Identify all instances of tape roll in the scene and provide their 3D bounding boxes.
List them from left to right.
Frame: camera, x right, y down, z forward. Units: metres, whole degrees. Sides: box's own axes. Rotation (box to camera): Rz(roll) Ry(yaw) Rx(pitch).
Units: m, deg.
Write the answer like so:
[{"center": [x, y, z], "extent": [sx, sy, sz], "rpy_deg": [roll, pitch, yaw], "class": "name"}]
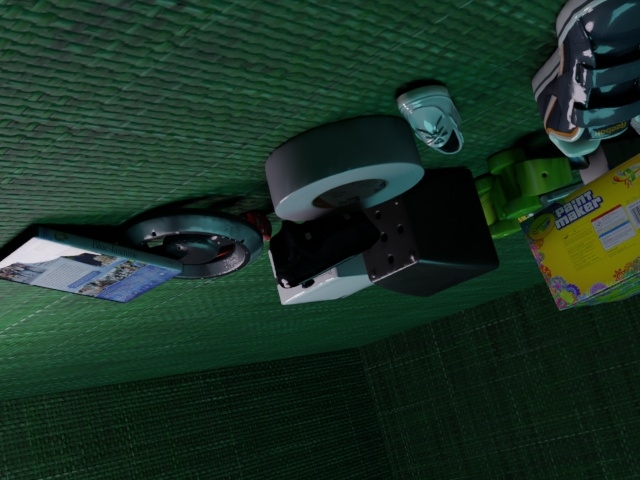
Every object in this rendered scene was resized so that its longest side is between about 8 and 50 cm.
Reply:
[{"center": [0.033, -0.098, 1.210], "extent": [0.219, 0.072, 0.219], "rpy_deg": [-14, 166, -4], "class": "tape roll"}]

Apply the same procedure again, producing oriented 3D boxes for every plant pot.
[{"center": [0.167, -0.008, 1.489], "extent": [0.167, 0.187, 0.188], "rpy_deg": [-3, 162, -41], "class": "plant pot"}]

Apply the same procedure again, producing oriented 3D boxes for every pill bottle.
[{"center": [0.438, -0.060, 1.858], "extent": [0.065, 0.065, 0.116], "rpy_deg": [-9, 165, -26], "class": "pill bottle"}]

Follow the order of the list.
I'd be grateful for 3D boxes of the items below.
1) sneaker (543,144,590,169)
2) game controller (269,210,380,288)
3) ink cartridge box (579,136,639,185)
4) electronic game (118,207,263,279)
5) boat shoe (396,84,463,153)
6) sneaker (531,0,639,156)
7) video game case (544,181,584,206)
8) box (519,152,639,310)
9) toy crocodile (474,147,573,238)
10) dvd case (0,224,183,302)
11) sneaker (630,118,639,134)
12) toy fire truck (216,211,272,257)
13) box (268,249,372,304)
[{"center": [0.426, -0.146, 1.485], "extent": [0.073, 0.063, 0.162], "rpy_deg": [-15, 167, 15], "class": "sneaker"}, {"center": [0.000, 0.000, 1.356], "extent": [0.166, 0.067, 0.319], "rpy_deg": [-19, -168, -2], "class": "game controller"}, {"center": [0.587, -0.138, 1.636], "extent": [0.143, 0.092, 0.090], "rpy_deg": [-11, 166, -19], "class": "ink cartridge box"}, {"center": [-0.205, 0.006, 1.356], "extent": [0.229, 0.048, 0.229], "rpy_deg": [-2, 155, -1], "class": "electronic game"}, {"center": [0.150, -0.154, 1.126], "extent": [0.066, 0.063, 0.184], "rpy_deg": [-18, 167, 14], "class": "boat shoe"}, {"center": [0.343, -0.201, 1.021], "extent": [0.126, 0.127, 0.321], "rpy_deg": [-14, 166, 0], "class": "sneaker"}, {"center": [0.566, -0.095, 1.957], "extent": [0.173, 0.022, 0.190], "rpy_deg": [-19, 167, 15], "class": "video game case"}, {"center": [0.562, -0.020, 1.490], "extent": [0.290, 0.177, 0.279], "rpy_deg": [-34, 159, 36], "class": "box"}, {"center": [0.351, -0.084, 1.540], "extent": [0.105, 0.115, 0.340], "rpy_deg": [-14, 167, -7], "class": "toy crocodile"}, {"center": [-0.367, 0.043, 1.322], "extent": [0.253, 0.022, 0.180], "rpy_deg": [16, 150, -40], "class": "dvd case"}, {"center": [0.591, -0.217, 1.272], "extent": [0.281, 0.105, 0.115], "rpy_deg": [-25, 164, 40], "class": "sneaker"}, {"center": [-0.151, 0.006, 1.495], "extent": [0.192, 0.047, 0.135], "rpy_deg": [-23, 166, 27], "class": "toy fire truck"}, {"center": [0.028, 0.040, 1.686], "extent": [0.182, 0.119, 0.181], "rpy_deg": [-3, 162, -43], "class": "box"}]
